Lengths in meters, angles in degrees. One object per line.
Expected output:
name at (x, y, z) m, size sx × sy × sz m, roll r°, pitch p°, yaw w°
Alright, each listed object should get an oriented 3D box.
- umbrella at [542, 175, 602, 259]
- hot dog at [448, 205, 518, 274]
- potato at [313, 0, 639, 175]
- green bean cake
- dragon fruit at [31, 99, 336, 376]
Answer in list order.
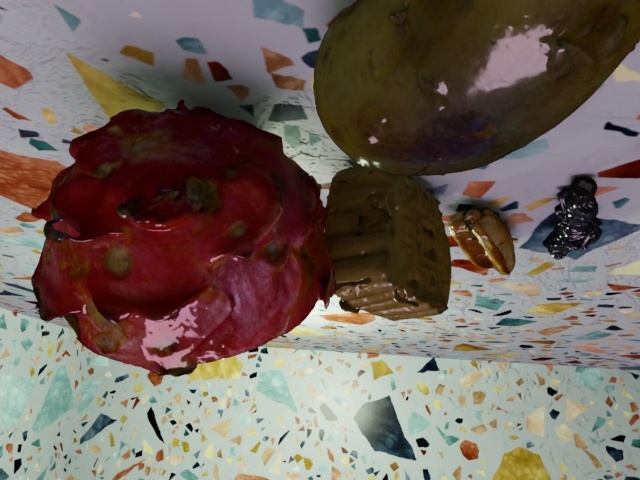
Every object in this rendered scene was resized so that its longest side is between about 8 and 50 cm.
umbrella at (0.430, -0.032, 0.839) m, size 0.080 × 0.071 × 0.224 m, roll -27°, pitch 149°, yaw 5°
hot dog at (0.311, -0.004, 0.942) m, size 0.104 × 0.076 × 0.250 m, roll 15°, pitch 165°, yaw 36°
potato at (0.124, -0.155, 0.424) m, size 0.210 × 0.173 × 0.307 m, roll 18°, pitch 159°, yaw -23°
green bean cake at (0.115, 0.008, 0.799) m, size 0.131 × 0.224 × 0.230 m, roll -14°, pitch 155°, yaw 34°
dragon fruit at (-0.163, -0.037, 0.642) m, size 0.386 × 0.371 × 0.249 m, roll 9°, pitch 127°, yaw 6°
